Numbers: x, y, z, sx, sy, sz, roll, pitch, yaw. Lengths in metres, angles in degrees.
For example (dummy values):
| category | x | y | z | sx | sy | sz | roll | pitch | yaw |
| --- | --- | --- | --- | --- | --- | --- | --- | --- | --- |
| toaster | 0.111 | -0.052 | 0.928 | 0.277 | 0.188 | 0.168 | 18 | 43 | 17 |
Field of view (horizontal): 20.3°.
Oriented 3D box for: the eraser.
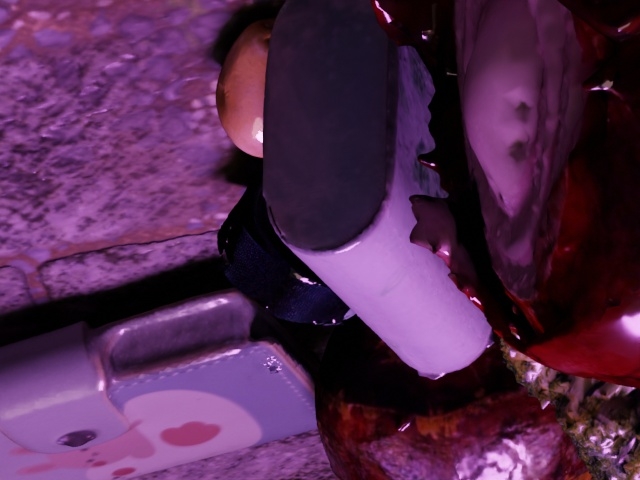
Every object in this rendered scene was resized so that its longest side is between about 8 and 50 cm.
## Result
| category | x | y | z | sx | sy | sz | roll | pitch | yaw |
| --- | --- | --- | --- | --- | --- | --- | --- | --- | --- |
| eraser | 0.041 | -0.032 | 1.072 | 0.081 | 0.174 | 0.227 | -8 | 157 | 16 |

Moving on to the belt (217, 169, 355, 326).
| category | x | y | z | sx | sy | sz | roll | pitch | yaw |
| --- | --- | --- | --- | --- | --- | --- | --- | --- | --- |
| belt | 0.000 | 0.000 | 1.199 | 0.140 | 0.105 | 0.058 | -3 | 151 | -38 |

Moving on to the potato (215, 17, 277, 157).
| category | x | y | z | sx | sy | sz | roll | pitch | yaw |
| --- | --- | --- | --- | --- | --- | --- | --- | --- | --- |
| potato | -0.031 | -0.092 | 1.076 | 0.062 | 0.068 | 0.083 | 25 | 131 | 6 |

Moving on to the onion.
| category | x | y | z | sx | sy | sz | roll | pitch | yaw |
| --- | --- | --- | --- | --- | --- | --- | --- | --- | --- |
| onion | 0.192 | -0.084 | 0.890 | 0.341 | 0.341 | 0.341 | -9 | 150 | -5 |

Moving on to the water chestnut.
| category | x | y | z | sx | sy | sz | roll | pitch | yaw |
| --- | --- | --- | --- | --- | --- | --- | --- | --- | --- |
| water chestnut | 0.113 | 0.133 | 1.353 | 0.223 | 0.238 | 0.224 | -12 | -167 | 3 |

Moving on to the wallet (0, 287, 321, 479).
| category | x | y | z | sx | sy | sz | roll | pitch | yaw |
| --- | --- | --- | --- | --- | --- | --- | --- | --- | --- |
| wallet | -0.181 | 0.134 | 1.392 | 0.360 | 0.083 | 0.252 | -17 | 155 | 8 |

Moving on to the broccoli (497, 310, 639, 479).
| category | x | y | z | sx | sy | sz | roll | pitch | yaw |
| --- | --- | --- | --- | --- | --- | --- | --- | --- | --- |
| broccoli | 0.278 | 0.033 | 1.138 | 0.303 | 0.321 | 0.283 | -30 | -179 | -31 |
